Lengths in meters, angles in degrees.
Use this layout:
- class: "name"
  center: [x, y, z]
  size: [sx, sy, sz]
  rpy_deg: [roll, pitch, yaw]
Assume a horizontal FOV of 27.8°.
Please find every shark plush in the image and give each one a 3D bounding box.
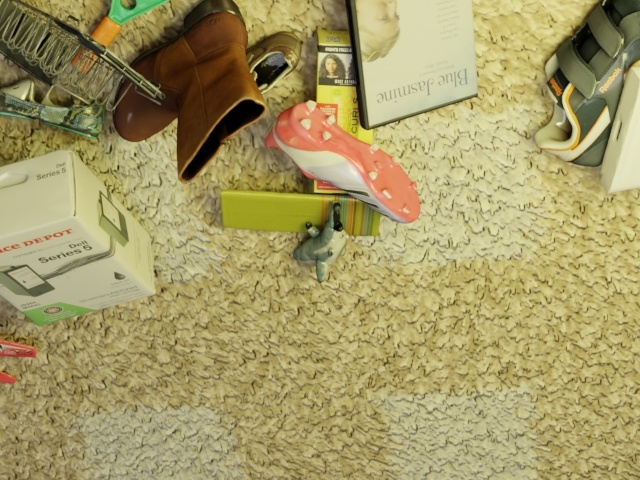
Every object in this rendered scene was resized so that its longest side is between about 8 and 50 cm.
- class: "shark plush"
  center: [0.000, 0.000, 1.913]
  size: [0.067, 0.073, 0.161]
  rpy_deg: [34, 157, 8]

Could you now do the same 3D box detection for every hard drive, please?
- class: "hard drive"
  center: [0.545, -0.169, 1.758]
  size: [0.307, 0.040, 0.203]
  rpy_deg: [-10, 138, -14]

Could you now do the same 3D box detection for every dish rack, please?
- class: "dish rack"
  center: [-0.336, -0.242, 1.669]
  size: [0.074, 0.271, 0.208]
  rpy_deg: [-60, 146, -3]

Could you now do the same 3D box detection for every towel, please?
- class: "towel"
  center: [-0.028, -0.044, 1.911]
  size: [0.237, 0.021, 0.102]
  rpy_deg: [3, 149, 0]

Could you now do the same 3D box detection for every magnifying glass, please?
- class: "magnifying glass"
  center: [-0.268, -0.320, 1.768]
  size: [0.092, 0.026, 0.231]
  rpy_deg: [34, 117, -18]

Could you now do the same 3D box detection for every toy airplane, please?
- class: "toy airplane"
  center: [-0.527, 0.188, 2.084]
  size: [0.151, 0.028, 0.151]
  rpy_deg: [1, 122, 2]

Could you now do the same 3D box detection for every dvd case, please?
- class: "dvd case"
  center: [0.124, -0.285, 1.741]
  size: [0.180, 0.022, 0.253]
  rpy_deg: [-19, 123, -17]

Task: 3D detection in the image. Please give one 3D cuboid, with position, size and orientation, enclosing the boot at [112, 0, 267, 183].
- class: "boot"
  center: [-0.177, -0.161, 1.710]
  size: [0.264, 0.280, 0.096]
  rpy_deg: [-37, 128, 19]

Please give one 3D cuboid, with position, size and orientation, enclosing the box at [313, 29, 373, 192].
- class: "box"
  center: [0.033, -0.180, 1.827]
  size: [0.087, 0.058, 0.232]
  rpy_deg: [2, 122, -1]

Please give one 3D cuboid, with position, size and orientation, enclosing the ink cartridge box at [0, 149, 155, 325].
- class: "ink cartridge box"
  center: [-0.382, 0.002, 1.848]
  size: [0.198, 0.115, 0.273]
  rpy_deg: [-15, 151, 11]

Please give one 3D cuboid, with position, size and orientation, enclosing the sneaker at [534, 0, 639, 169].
- class: "sneaker"
  center: [0.384, -0.238, 1.745]
  size: [0.127, 0.126, 0.321]
  rpy_deg: [7, 123, -10]

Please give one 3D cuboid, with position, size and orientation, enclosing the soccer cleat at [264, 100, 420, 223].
- class: "soccer cleat"
  center: [0.035, -0.101, 1.805]
  size: [0.248, 0.083, 0.095]
  rpy_deg: [36, 140, -22]

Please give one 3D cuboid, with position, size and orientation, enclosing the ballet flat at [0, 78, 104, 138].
- class: "ballet flat"
  center: [-0.397, -0.195, 1.833]
  size: [0.188, 0.070, 0.070]
  rpy_deg: [13, 121, -6]

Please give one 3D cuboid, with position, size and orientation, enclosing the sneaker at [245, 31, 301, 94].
- class: "sneaker"
  center: [-0.109, -0.223, 1.796]
  size: [0.188, 0.071, 0.066]
  rpy_deg: [-34, 115, 20]
